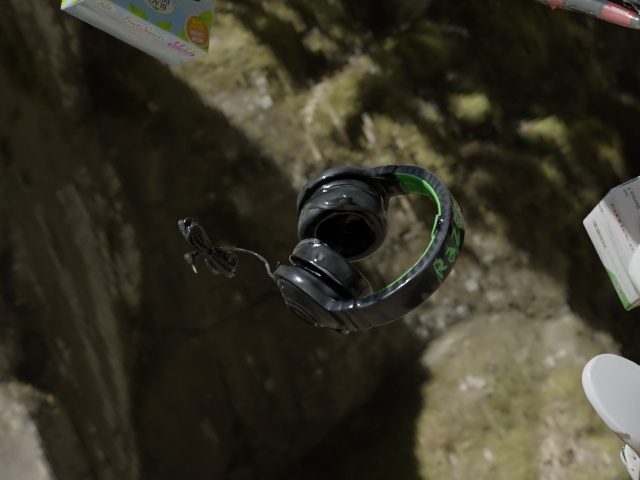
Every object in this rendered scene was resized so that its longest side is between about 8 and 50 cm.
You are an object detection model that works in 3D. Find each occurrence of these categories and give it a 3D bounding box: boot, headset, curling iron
[{"bbox_3d":[0.402,0.252,1.895,0.095,0.258,0.123,-50,5,-31],"label":"boot"},{"bbox_3d":[0.000,0.000,2.061,0.394,0.185,0.243,-10,48,35],"label":"headset"},{"bbox_3d":[0.270,-0.269,1.653,0.068,0.035,0.274,-25,33,-38],"label":"curling iron"}]

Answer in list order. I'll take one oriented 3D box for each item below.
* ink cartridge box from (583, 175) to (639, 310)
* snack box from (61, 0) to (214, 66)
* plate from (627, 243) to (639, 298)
[{"bbox_3d":[0.484,0.001,2.271,0.093,0.160,0.219,-23,-10,-6],"label":"ink cartridge box"},{"bbox_3d":[-0.203,-0.334,1.787,0.070,0.207,0.174,-14,-28,43],"label":"snack box"},{"bbox_3d":[0.413,-0.002,1.482,0.278,0.045,0.277,-55,25,22],"label":"plate"}]
